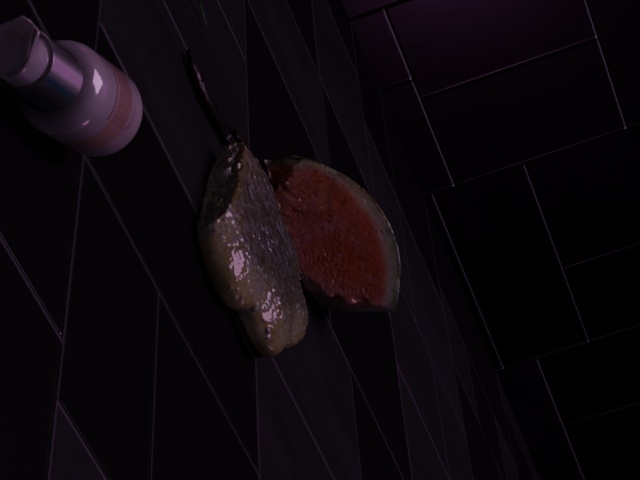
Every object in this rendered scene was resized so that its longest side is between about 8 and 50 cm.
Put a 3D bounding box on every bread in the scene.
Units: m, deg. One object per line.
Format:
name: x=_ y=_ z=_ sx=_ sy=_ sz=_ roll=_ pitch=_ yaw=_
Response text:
bread: x=-0.065 y=0.020 z=1.843 sx=0.286 sy=0.056 sz=0.207 roll=-86 pitch=154 yaw=-63

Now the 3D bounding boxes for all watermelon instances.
watermelon: x=0.014 y=-0.004 z=2.228 sx=0.146 sy=0.128 sz=0.231 roll=136 pitch=-65 yaw=-81

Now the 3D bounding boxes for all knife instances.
knife: x=-0.103 y=-0.120 z=1.983 sx=0.045 sy=0.021 sz=0.222 roll=-101 pitch=168 yaw=-51

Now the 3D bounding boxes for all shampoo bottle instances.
shampoo bottle: x=-0.193 y=-0.114 z=1.300 sx=0.192 sy=0.074 sz=0.074 roll=32 pitch=40 yaw=-73

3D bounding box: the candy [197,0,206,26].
candy: x=-0.148 y=-0.301 z=2.053 sx=0.035 sy=0.035 sz=0.123 roll=-89 pitch=167 yaw=-48
